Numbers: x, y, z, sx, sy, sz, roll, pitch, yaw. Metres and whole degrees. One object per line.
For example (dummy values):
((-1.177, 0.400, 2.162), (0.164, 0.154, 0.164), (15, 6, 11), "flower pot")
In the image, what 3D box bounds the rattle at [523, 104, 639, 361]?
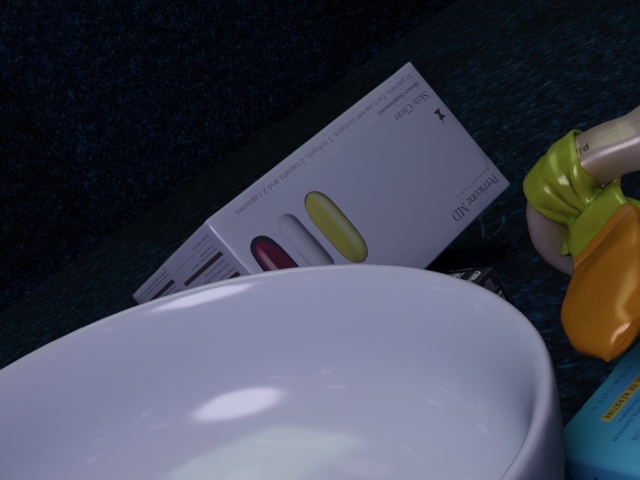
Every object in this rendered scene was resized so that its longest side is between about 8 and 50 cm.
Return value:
((0.204, 0.026, 0.522), (0.130, 0.199, 0.143), (-37, 40, 13), "rattle")

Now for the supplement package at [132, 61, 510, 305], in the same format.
((0.000, 0.000, 0.852), (0.262, 0.145, 0.204), (-42, 3, -33), "supplement package")

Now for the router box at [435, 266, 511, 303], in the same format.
((0.080, 0.072, 0.761), (0.122, 0.038, 0.092), (-42, 19, -34), "router box")

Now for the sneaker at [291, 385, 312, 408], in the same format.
((-0.047, 0.136, 0.703), (0.228, 0.092, 0.087), (-17, 22, 43), "sneaker")

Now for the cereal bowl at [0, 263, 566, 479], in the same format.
((-0.046, 0.143, 0.465), (0.338, 0.141, 0.339), (-14, 18, 5), "cereal bowl")

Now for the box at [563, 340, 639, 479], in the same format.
((0.218, 0.096, 0.395), (0.100, 0.060, 0.244), (-39, 17, -27), "box")
